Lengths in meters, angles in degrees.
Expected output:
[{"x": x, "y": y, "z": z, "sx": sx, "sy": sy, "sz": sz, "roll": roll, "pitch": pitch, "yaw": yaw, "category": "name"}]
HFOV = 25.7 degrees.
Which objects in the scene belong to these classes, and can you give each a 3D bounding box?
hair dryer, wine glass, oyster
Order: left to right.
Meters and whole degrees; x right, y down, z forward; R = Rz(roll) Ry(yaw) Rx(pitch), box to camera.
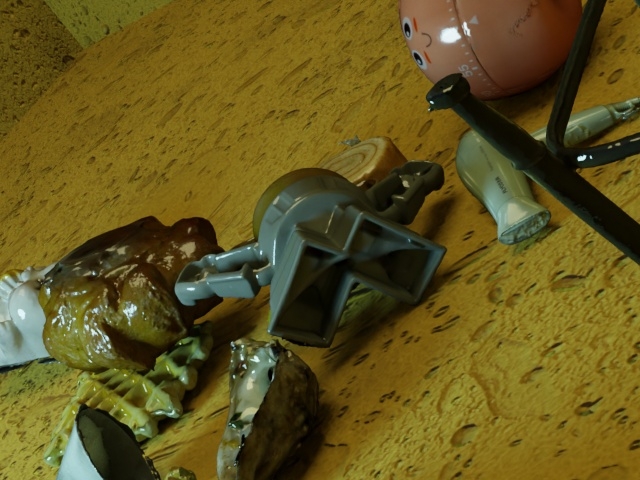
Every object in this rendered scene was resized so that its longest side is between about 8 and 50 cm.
[{"x": -0.311, "y": 0.310, "z": 1.591, "sx": 0.232, "sy": 0.156, "sz": 0.156, "roll": -38, "pitch": 22, "yaw": 10, "category": "wine glass"}, {"x": -0.071, "y": 0.217, "z": 1.498, "sx": 0.166, "sy": 0.094, "sz": 0.294, "roll": -38, "pitch": 27, "yaw": 49, "category": "oyster"}, {"x": 0.281, "y": -0.099, "z": 1.605, "sx": 0.237, "sy": 0.075, "sz": 0.206, "roll": -28, "pitch": 30, "yaw": 3, "category": "hair dryer"}]

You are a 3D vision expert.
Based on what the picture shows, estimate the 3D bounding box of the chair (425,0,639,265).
[{"x": 0.371, "y": -0.104, "z": 0.978, "sx": 0.365, "sy": 0.410, "sz": 0.362, "roll": -21, "pitch": 28, "yaw": 35, "category": "chair"}]

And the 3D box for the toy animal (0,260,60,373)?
[{"x": -0.419, "y": 0.110, "z": 2.146, "sx": 0.325, "sy": 0.154, "sz": 0.208, "roll": -14, "pitch": 4, "yaw": 6, "category": "toy animal"}]

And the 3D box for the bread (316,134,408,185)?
[{"x": 0.046, "y": -0.081, "z": 1.890, "sx": 0.149, "sy": 0.073, "sz": 0.122, "roll": -27, "pitch": 27, "yaw": 27, "category": "bread"}]

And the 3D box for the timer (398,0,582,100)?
[{"x": 0.220, "y": -0.297, "z": 1.837, "sx": 0.215, "sy": 0.229, "sz": 0.229, "roll": -20, "pitch": 28, "yaw": 38, "category": "timer"}]

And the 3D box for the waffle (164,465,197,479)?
[{"x": -0.157, "y": 0.321, "z": 1.416, "sx": 0.160, "sy": 0.046, "sz": 0.192, "roll": -59, "pitch": 20, "yaw": -4, "category": "waffle"}]

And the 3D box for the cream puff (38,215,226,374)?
[{"x": -0.249, "y": 0.069, "z": 1.803, "sx": 0.269, "sy": 0.155, "sz": 0.241, "roll": -18, "pitch": 22, "yaw": 33, "category": "cream puff"}]

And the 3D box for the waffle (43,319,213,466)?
[{"x": -0.246, "y": 0.194, "z": 1.831, "sx": 0.261, "sy": 0.056, "sz": 0.250, "roll": -25, "pitch": 26, "yaw": 25, "category": "waffle"}]

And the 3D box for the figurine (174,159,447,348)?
[{"x": 0.001, "y": -0.001, "z": 1.677, "sx": 0.342, "sy": 0.167, "sz": 0.285, "roll": -6, "pitch": 20, "yaw": -17, "category": "figurine"}]
